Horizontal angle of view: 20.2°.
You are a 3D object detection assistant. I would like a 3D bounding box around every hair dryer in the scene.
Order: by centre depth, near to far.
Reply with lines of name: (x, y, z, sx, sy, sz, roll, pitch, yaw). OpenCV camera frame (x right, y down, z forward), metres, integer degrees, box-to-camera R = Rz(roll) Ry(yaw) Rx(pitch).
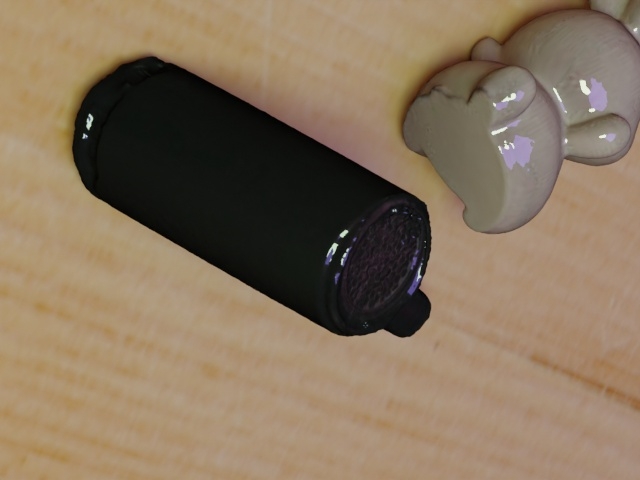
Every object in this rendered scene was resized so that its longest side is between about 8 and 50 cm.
hair dryer: (0.000, 0.000, 1.032, 0.089, 0.197, 0.251, -60, 146, -3)

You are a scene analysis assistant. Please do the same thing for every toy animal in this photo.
toy animal: (0.161, -0.094, 1.108, 0.212, 0.124, 0.124, -32, 121, -24)
